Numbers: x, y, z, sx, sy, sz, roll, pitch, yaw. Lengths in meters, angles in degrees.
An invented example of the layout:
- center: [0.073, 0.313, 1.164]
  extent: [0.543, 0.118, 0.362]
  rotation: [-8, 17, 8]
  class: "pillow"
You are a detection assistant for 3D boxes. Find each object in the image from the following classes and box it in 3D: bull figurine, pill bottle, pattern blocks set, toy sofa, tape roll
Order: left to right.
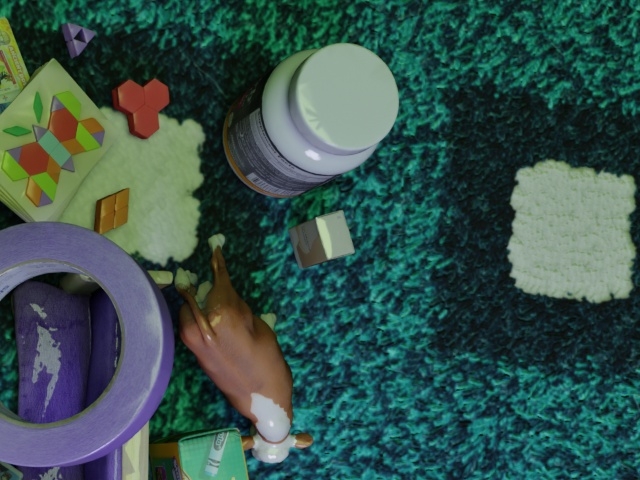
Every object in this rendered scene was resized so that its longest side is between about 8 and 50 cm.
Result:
- center: [-0.337, -0.116, 1.881]
  extent: [0.285, 0.026, 0.325]
  rotation: [35, 68, -33]
  class: "pattern blocks set"
- center: [-0.308, 0.119, 1.733]
  extent: [0.274, 0.090, 0.275]
  rotation: [0, 82, 2]
  class: "tape roll"
- center: [-0.280, 0.212, 1.841]
  extent: [0.177, 0.150, 0.363]
  rotation: [3, 81, -19]
  class: "toy sofa"
- center: [-0.098, 0.141, 1.891]
  extent: [0.101, 0.310, 0.188]
  rotation: [-19, 48, 3]
  class: "bull figurine"
- center: [-0.013, -0.152, 1.920]
  extent: [0.162, 0.278, 0.162]
  rotation: [3, 81, -20]
  class: "pill bottle"

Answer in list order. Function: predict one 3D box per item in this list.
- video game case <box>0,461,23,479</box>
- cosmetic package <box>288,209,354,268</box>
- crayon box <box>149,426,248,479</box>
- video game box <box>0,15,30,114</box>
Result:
- center: [-0.481, 0.287, 1.774]
  extent: [0.201, 0.023, 0.183]
  rotation: [34, 51, 2]
  class: "video game case"
- center: [0.000, 0.000, 1.989]
  extent: [0.041, 0.115, 0.060]
  rotation: [-15, 87, -21]
  class: "cosmetic package"
- center: [-0.134, 0.373, 1.859]
  extent: [0.081, 0.165, 0.279]
  rotation: [-8, 85, -20]
  class: "crayon box"
- center: [-0.438, -0.159, 1.872]
  extent: [0.187, 0.048, 0.205]
  rotation: [-20, 89, -36]
  class: "video game box"
